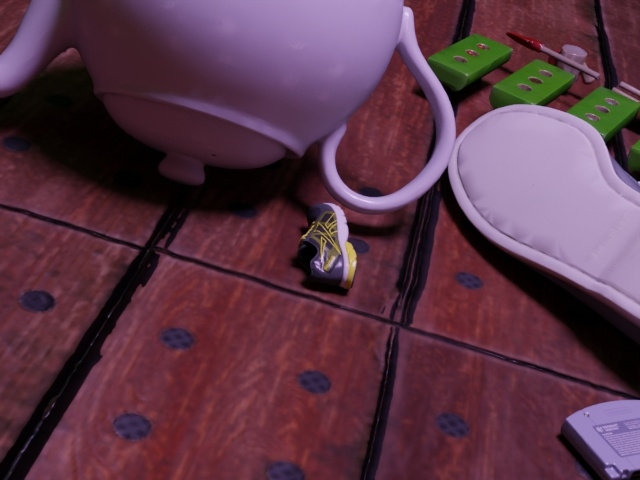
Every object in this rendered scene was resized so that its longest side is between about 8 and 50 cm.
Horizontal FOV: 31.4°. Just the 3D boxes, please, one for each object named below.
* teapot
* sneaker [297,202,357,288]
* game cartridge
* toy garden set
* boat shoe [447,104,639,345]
[{"bbox_3d":[-0.066,-0.128,0.807,0.256,0.187,0.253,13,-3,40],"label":"teapot"},{"bbox_3d":[0.000,0.000,0.765,0.035,0.031,0.083,4,32,-19],"label":"sneaker"},{"bbox_3d":[0.186,0.118,0.677,0.083,0.017,0.056,-2,38,-30],"label":"game cartridge"},{"bbox_3d":[0.246,-0.131,1.093,0.244,0.049,0.204,28,34,20],"label":"toy garden set"},{"bbox_3d":[0.205,0.002,0.832,0.099,0.116,0.319,49,-3,-41],"label":"boat shoe"}]
